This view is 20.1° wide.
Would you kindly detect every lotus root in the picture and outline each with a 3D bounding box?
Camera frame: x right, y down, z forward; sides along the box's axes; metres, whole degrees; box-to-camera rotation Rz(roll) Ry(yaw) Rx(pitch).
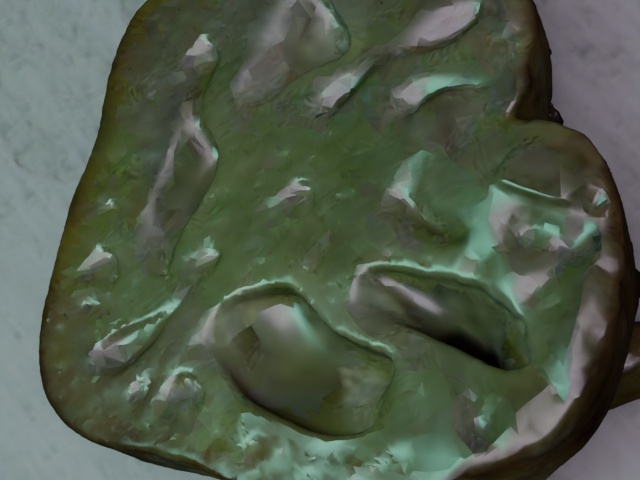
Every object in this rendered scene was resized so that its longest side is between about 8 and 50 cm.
[{"bbox_3d":[0.000,0.000,1.090,0.375,0.111,0.390,-36,65,6],"label":"lotus root"}]

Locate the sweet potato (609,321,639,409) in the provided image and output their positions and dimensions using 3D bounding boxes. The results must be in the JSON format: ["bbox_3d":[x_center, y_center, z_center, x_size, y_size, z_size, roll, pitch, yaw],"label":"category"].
[{"bbox_3d":[0.128,0.082,1.118,0.244,0.077,0.077,-1,85,12],"label":"sweet potato"}]
